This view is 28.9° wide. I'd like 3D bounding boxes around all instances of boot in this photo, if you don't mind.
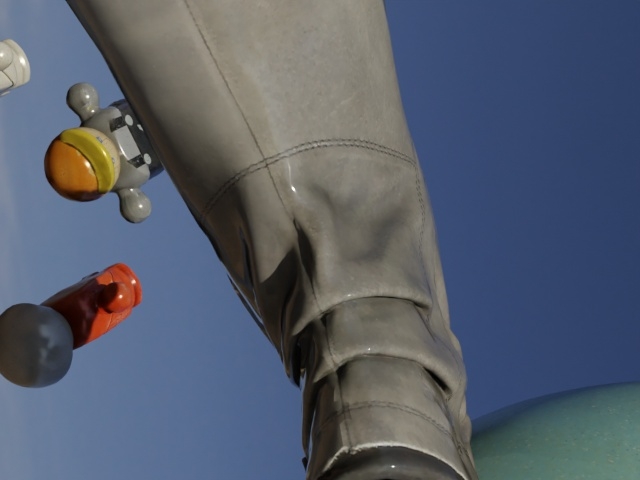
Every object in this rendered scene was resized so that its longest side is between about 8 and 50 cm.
[{"bbox_3d":[0.000,0.000,0.475,0.338,0.118,0.222,53,20,-50],"label":"boot"}]

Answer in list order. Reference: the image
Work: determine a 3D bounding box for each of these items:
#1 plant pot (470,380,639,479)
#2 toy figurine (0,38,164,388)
[{"bbox_3d":[0.119,0.204,0.662,0.290,0.196,0.290,-169,-90,-84],"label":"plant pot"},{"bbox_3d":[-0.220,-0.025,0.860,0.209,0.213,0.148,-69,169,24],"label":"toy figurine"}]
